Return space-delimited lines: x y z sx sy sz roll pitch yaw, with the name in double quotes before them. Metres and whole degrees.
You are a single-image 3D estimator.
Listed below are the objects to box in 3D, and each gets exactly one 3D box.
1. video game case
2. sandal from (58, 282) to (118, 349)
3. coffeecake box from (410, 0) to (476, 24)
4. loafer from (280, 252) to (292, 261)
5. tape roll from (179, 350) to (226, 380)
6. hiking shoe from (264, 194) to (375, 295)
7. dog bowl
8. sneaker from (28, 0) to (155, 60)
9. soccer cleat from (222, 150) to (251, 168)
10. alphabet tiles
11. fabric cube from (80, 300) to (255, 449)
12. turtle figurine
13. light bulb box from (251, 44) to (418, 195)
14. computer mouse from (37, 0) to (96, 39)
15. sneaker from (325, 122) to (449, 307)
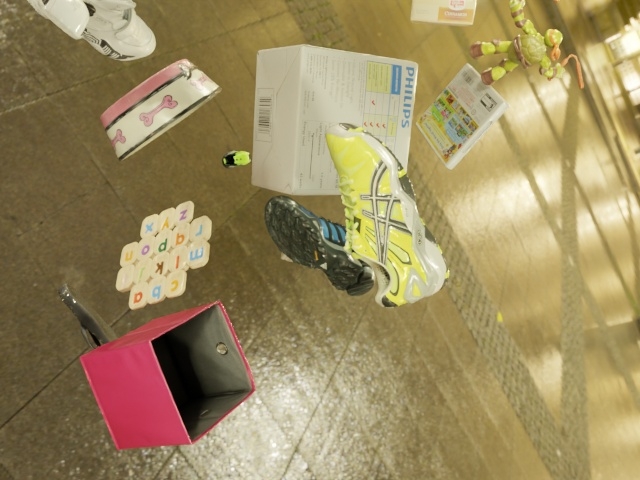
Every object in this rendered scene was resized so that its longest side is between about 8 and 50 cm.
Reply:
"video game case" 0.352 -0.317 1.544 0.026 0.206 0.227 24 29 -32
"sandal" -0.593 0.221 1.569 0.254 0.054 0.097 57 -7 -18
"coffeecake box" 0.291 -0.552 1.453 0.185 0.143 0.068 -61 157 -70
"loafer" -0.058 0.011 1.581 0.039 0.125 0.045 28 40 -17
"tape roll" -0.337 0.385 1.754 0.219 0.219 0.072 26 47 -49
"hiking shoe" 0.000 0.000 1.376 0.304 0.113 0.132 41 31 -14
"dog bowl" -0.528 -0.433 1.975 0.150 0.408 0.408 55 33 -15
"sneaker" -0.476 -0.542 1.423 0.366 0.210 0.137 16 69 -60
"soccer cleat" -0.303 -0.274 2.058 0.072 0.179 0.060 -14 99 -32
"alphabet tiles" -0.399 0.036 1.547 0.021 0.284 0.277 46 33 -48
"fabric cube" -0.362 0.325 1.474 0.259 0.258 0.254 -29 99 -56
"turtle figurine" 0.462 -0.420 1.380 0.269 0.217 0.087 47 56 -26
"light bulb box" 0.034 -0.305 1.598 0.361 0.225 0.357 -3 104 -34
"computer mouse" -0.359 -0.337 0.864 0.106 0.042 0.193 41 8 -40
"sneaker" 0.104 -0.045 1.170 0.147 0.145 0.384 -30 94 -14
